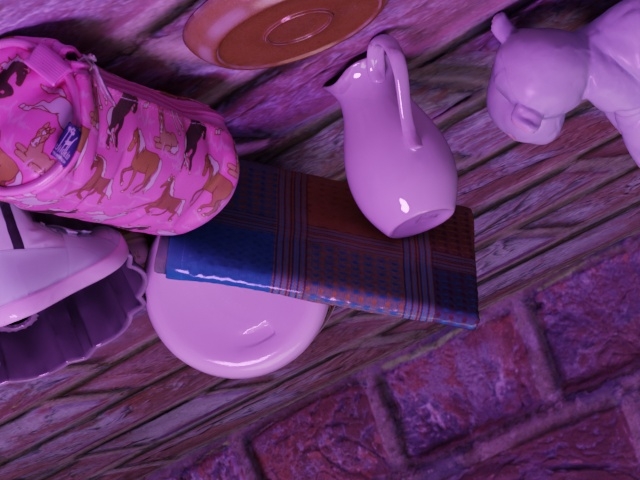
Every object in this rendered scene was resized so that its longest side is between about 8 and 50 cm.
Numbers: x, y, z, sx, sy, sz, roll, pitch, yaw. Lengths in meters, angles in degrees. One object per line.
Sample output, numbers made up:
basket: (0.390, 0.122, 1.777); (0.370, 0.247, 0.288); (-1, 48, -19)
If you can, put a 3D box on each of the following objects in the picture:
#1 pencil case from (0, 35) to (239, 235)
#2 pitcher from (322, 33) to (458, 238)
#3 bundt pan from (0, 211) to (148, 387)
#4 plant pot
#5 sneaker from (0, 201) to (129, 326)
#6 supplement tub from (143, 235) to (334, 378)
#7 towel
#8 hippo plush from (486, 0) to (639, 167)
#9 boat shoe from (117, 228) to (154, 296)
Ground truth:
pencil case: (-0.226, -0.099, 1.950); (0.167, 0.160, 0.386); (-1, 173, 21)
pitcher: (0.086, -0.121, 2.182); (0.125, 0.207, 0.178); (-16, 165, -16)
bundt pan: (-0.380, 0.046, 2.272); (0.331, 0.124, 0.331); (-17, 152, -9)
plant pot: (-0.026, -0.232, 1.964); (0.236, 0.032, 0.236); (-19, 166, -5)
sneaker: (-0.298, -0.015, 2.028); (0.094, 0.151, 0.256); (-19, -173, 25)
supplement tub: (-0.094, 0.050, 2.463); (0.235, 0.235, 0.325); (-21, 180, 4)
towel: (0.000, 0.000, 2.206); (0.370, 0.271, 0.040); (12, 120, -3)
hippo plush: (0.325, -0.175, 2.238); (0.236, 0.234, 0.294); (-17, 167, -13)
boat shoe: (-0.241, 0.052, 2.625); (0.104, 0.089, 0.285); (-32, 164, 7)
